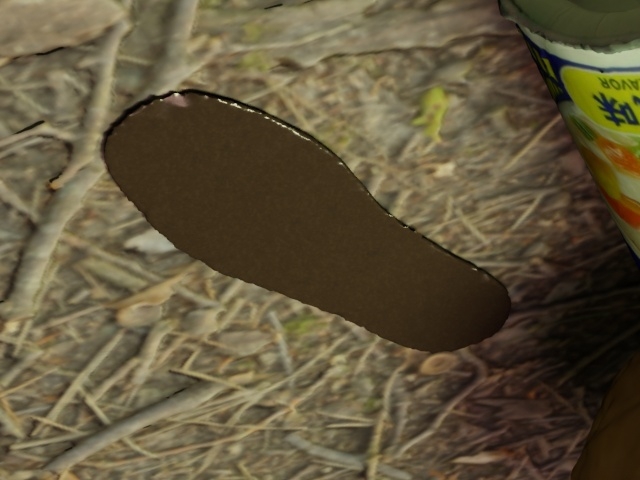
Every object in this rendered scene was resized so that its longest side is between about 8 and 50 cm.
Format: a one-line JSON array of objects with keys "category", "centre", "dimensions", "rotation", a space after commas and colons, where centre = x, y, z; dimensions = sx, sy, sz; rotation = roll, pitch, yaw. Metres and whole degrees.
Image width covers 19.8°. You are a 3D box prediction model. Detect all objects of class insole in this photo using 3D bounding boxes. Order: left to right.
[{"category": "insole", "centre": [0.000, 0.000, 1.072], "dimensions": [0.111, 0.007, 0.328], "rotation": [-35, 137, 26]}]

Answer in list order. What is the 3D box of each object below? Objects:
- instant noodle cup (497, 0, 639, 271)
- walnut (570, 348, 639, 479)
[{"category": "instant noodle cup", "centre": [0.237, -0.070, 0.880], "dimensions": [0.284, 0.284, 0.312], "rotation": [-28, 130, 17]}, {"category": "walnut", "centre": [0.345, 0.178, 1.097], "dimensions": [0.384, 0.383, 0.383], "rotation": [-9, 141, -7]}]
